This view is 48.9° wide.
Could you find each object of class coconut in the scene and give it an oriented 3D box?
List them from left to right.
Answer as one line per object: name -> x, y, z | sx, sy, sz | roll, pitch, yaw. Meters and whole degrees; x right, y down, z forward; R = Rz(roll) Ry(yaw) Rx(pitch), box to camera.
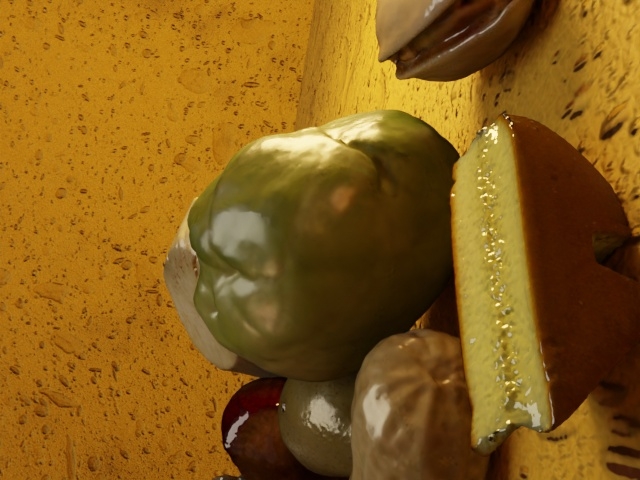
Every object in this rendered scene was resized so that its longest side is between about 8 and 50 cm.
coconut -> -0.060, 0.038, 1.046 | 0.323, 0.323, 0.322 | -171, 90, -81

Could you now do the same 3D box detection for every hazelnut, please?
hazelnut -> -0.032, 0.278, 0.937 | 0.161, 0.170, 0.201 | 1, 116, 48

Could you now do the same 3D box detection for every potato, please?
potato -> 0.034, 0.196, 0.780 | 0.194, 0.157, 0.157 | -150, 69, -65

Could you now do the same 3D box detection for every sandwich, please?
sandwich -> 0.140, 0.021, 0.438 | 0.090, 0.088, 0.244 | 122, 161, -47

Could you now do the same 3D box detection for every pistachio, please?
pistachio -> 0.123, -0.218, 0.666 | 0.152, 0.126, 0.223 | -45, 11, -1

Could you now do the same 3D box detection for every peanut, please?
peanut -> 0.073, 0.200, 0.576 | 0.123, 0.124, 0.256 | -130, 48, -79

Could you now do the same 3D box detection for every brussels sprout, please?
brussels sprout -> -0.002, 0.004, 0.708 | 0.317, 0.242, 0.273 | -37, 10, 38

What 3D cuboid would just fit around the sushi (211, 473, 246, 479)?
sushi -> -0.105, 0.448, 1.097 | 0.225, 0.239, 0.218 | -59, 14, 25
